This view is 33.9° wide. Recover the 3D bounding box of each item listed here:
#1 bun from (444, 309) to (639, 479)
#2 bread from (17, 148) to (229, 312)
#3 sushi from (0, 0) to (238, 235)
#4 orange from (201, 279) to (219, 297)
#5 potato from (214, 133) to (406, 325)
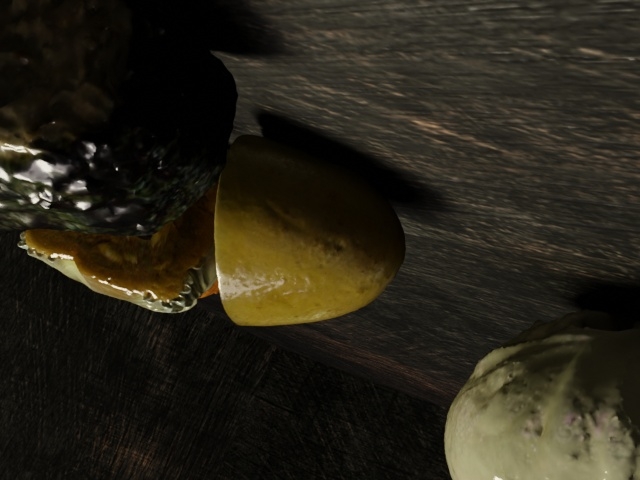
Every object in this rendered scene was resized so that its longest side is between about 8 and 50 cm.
[{"bbox_3d":[0.292,0.176,0.984,0.365,0.219,0.365,8,173,1],"label":"bun"},{"bbox_3d":[-0.191,-0.030,1.119,0.210,0.192,0.110,23,168,13],"label":"bread"},{"bbox_3d":[-0.234,-0.113,0.775,0.350,0.211,0.171,12,161,30],"label":"sushi"},{"bbox_3d":[-0.189,-0.010,1.325,0.193,0.161,0.193,13,174,1],"label":"orange"},{"bbox_3d":[0.000,0.000,0.969,0.158,0.178,0.203,8,142,9],"label":"potato"}]
